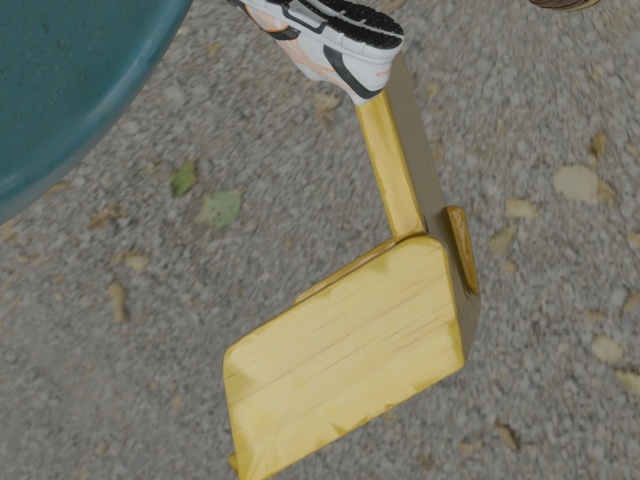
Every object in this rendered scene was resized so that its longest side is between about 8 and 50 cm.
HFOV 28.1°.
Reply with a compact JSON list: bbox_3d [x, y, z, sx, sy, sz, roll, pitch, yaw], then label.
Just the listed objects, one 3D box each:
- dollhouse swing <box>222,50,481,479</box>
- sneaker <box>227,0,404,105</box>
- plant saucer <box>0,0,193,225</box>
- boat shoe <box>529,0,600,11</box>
[{"bbox_3d":[0.000,0.000,1.223,0.315,0.347,0.305,-31,91,12],"label":"dollhouse swing"},{"bbox_3d":[-0.011,-0.102,0.620,0.109,0.040,0.044,35,138,24],"label":"sneaker"},{"bbox_3d":[-0.112,-0.124,0.341,0.043,0.317,0.318,23,110,28],"label":"plant saucer"},{"bbox_3d":[0.194,-0.215,0.954,0.060,0.178,0.064,-3,86,-18],"label":"boat shoe"}]
